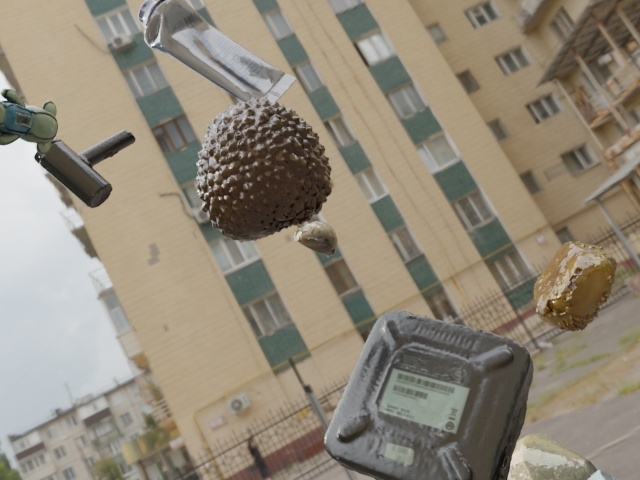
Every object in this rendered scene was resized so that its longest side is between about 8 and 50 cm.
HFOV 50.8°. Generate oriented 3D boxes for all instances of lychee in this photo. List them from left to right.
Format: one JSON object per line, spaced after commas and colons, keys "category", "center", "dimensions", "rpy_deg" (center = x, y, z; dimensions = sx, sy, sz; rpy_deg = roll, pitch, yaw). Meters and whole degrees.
{"category": "lychee", "center": [-0.113, -0.133, 1.256], "dimensions": [0.267, 0.267, 0.267], "rpy_deg": [-28, -11, -6]}

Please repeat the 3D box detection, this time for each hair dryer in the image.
{"category": "hair dryer", "center": [-0.595, -0.223, 1.802], "dimensions": [0.251, 0.197, 0.089], "rpy_deg": [-45, -6, -34]}

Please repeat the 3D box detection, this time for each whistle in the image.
{"category": "whistle", "center": [-0.598, -0.235, 1.312], "dimensions": [0.077, 0.114, 0.235], "rpy_deg": [12, 3, 16]}

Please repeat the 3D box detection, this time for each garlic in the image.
{"category": "garlic", "center": [0.002, -0.008, 1.671], "dimensions": [0.152, 0.066, 0.084], "rpy_deg": [24, -29, -39]}

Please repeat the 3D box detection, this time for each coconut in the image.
{"category": "coconut", "center": [0.546, 0.633, 1.655], "dimensions": [0.297, 0.297, 0.309], "rpy_deg": [-14, -26, -51]}

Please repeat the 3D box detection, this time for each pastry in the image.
{"category": "pastry", "center": [0.722, 0.130, 1.892], "dimensions": [0.255, 0.162, 0.311], "rpy_deg": [-54, -3, 26]}

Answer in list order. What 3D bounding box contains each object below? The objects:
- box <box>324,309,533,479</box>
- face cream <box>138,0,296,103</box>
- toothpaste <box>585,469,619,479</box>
{"category": "box", "center": [0.217, 0.324, 1.339], "dimensions": [0.350, 0.359, 0.091], "rpy_deg": [-64, -33, -25]}
{"category": "face cream", "center": [-0.276, -0.489, 1.739], "dimensions": [0.137, 0.420, 0.235], "rpy_deg": [-57, 2, 37]}
{"category": "toothpaste", "center": [0.504, 0.622, 1.406], "dimensions": [0.336, 0.067, 0.081], "rpy_deg": [-56, 9, 22]}
